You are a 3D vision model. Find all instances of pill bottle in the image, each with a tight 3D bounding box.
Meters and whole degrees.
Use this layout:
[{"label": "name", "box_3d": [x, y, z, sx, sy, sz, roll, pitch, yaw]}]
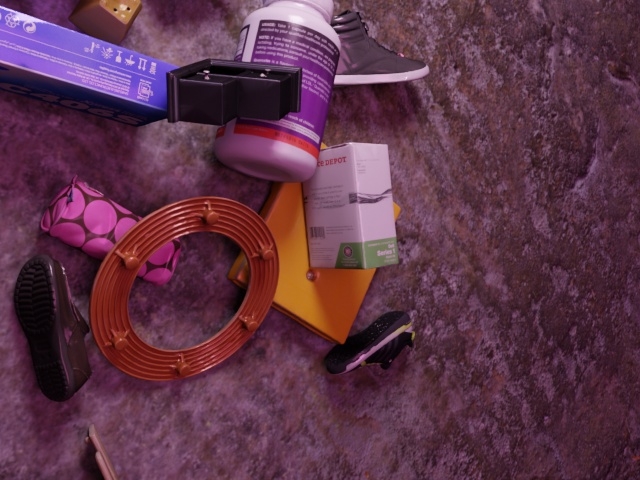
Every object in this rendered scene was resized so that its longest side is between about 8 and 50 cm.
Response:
[{"label": "pill bottle", "box_3d": [-0.068, -0.274, 1.143, 0.182, 0.181, 0.322, 17, 81, -35]}]

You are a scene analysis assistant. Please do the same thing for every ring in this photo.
[{"label": "ring", "box_3d": [-0.205, 0.090, 1.064, 0.337, 0.032, 0.336, -18, 123, -31]}]

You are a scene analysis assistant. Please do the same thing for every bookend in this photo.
[{"label": "bookend", "box_3d": [-0.123, -0.217, 0.962, 0.157, 0.156, 0.072, -58, 154, -64]}]

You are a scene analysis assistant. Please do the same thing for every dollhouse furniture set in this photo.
[{"label": "dollhouse furniture set", "box_3d": [-0.382, 0.380, 0.965, 0.151, 0.144, 0.123, -23, 100, -19]}]

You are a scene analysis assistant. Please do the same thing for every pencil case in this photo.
[{"label": "pencil case", "box_3d": [-0.319, -0.011, 1.022, 0.209, 0.095, 0.098, 34, 64, -34]}]

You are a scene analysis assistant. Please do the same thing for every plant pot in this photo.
[{"label": "plant pot", "box_3d": [-0.325, -0.359, 1.015, 0.081, 0.083, 0.081, 35, 71, -32]}]

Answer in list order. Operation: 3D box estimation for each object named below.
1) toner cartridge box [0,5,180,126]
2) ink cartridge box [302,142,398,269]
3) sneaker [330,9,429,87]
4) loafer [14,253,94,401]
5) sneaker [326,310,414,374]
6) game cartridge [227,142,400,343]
[{"label": "toner cartridge box", "box_3d": [-0.388, -0.248, 0.921, 0.348, 0.165, 0.075, 12, 84, -35]}, {"label": "ink cartridge box", "box_3d": [0.050, -0.060, 1.189, 0.093, 0.160, 0.219, -7, 94, -37]}, {"label": "sneaker", "box_3d": [0.102, -0.388, 1.311, 0.296, 0.105, 0.146, -11, 102, -31]}, {"label": "loafer", "box_3d": [-0.398, 0.128, 0.986, 0.078, 0.080, 0.220, -18, 102, -68]}, {"label": "sneaker", "box_3d": [0.118, 0.233, 1.346, 0.235, 0.084, 0.097, -28, 108, -33]}, {"label": "game cartridge", "box_3d": [0.000, 0.000, 1.283, 0.285, 0.053, 0.323, 36, 68, -31]}]
